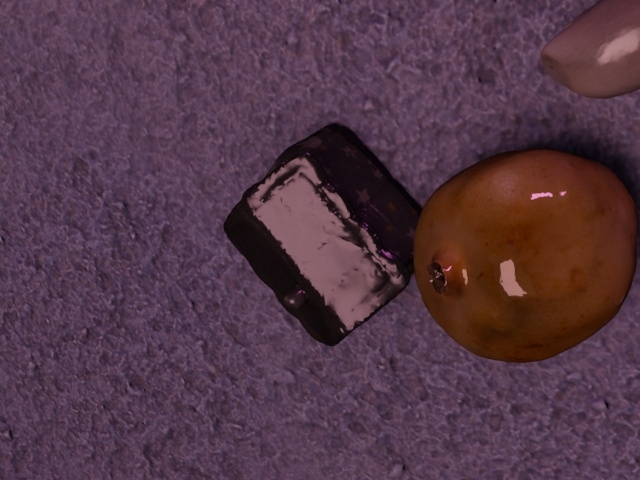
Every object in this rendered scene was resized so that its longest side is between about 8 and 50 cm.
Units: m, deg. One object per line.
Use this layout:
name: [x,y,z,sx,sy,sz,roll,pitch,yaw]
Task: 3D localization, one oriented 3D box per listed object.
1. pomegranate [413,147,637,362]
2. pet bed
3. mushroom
pomegranate: [0.210,0.015,1.233,0.233,0.233,0.233,17,123,27]
pet bed: [0.000,0.000,1.403,0.211,0.159,0.183,49,132,0]
mushroom: [0.307,-0.192,1.131,0.212,0.088,0.097,-19,113,34]
